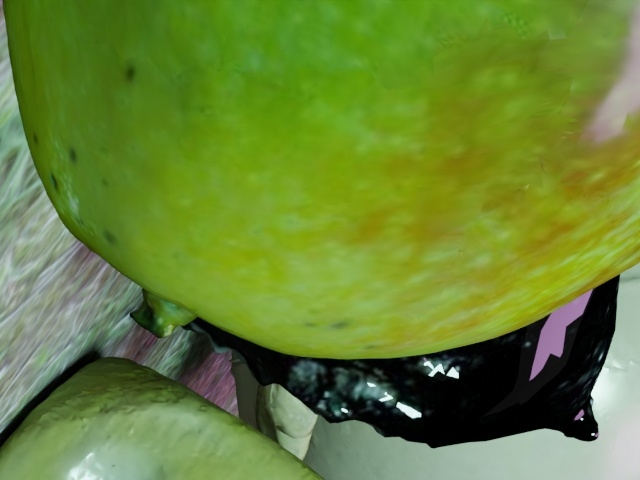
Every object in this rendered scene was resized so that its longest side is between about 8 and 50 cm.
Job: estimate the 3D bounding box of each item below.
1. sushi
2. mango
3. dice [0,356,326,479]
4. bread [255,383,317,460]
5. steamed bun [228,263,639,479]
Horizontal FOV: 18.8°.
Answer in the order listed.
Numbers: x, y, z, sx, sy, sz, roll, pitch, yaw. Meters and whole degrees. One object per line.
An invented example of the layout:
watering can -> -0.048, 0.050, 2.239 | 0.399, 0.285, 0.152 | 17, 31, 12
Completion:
sushi -> 0.053, -0.043, 0.840 | 0.218, 0.225, 0.238 | -66, -158, 20
mango -> 0.057, -0.147, 0.427 | 0.225, 0.201, 0.382 | -1, 118, -54
dice -> -0.088, 0.215, 1.024 | 0.227, 0.233, 0.238 | -53, 174, -16
bread -> 0.000, 0.000, 1.063 | 0.182, 0.039, 0.250 | 110, -8, -73
steamed bun -> 0.109, 0.076, 1.277 | 0.334, 0.334, 0.374 | -51, -166, -24
